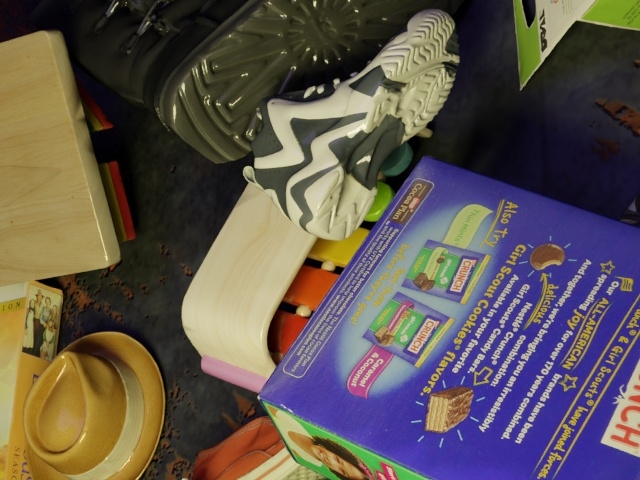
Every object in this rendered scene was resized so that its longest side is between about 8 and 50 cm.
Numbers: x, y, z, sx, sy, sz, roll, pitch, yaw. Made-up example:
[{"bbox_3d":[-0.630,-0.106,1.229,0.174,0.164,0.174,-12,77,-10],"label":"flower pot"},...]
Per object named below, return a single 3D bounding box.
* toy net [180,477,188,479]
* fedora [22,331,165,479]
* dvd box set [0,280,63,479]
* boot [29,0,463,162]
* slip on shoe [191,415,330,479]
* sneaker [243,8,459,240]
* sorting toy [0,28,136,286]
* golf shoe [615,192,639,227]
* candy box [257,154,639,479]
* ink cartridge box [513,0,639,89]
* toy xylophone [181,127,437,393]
[{"bbox_3d":[-0.140,0.320,1.581,0.122,0.045,0.232,-114,24,-45],"label":"toy net"},{"bbox_3d":[-0.254,0.181,1.782,0.194,0.079,0.194,-11,64,25],"label":"fedora"},{"bbox_3d":[-0.434,0.271,1.931,0.307,0.062,0.420,-12,64,37],"label":"dvd box set"},{"bbox_3d":[-0.085,-0.267,1.804,0.367,0.146,0.445,-33,27,-12],"label":"boot"},{"bbox_3d":[-0.001,0.181,1.558,0.331,0.123,0.101,-33,49,33],"label":"slip on shoe"},{"bbox_3d":[0.014,-0.125,1.558,0.153,0.094,0.235,27,88,38],"label":"sneaker"},{"bbox_3d":[-0.330,-0.087,1.880,0.257,0.089,0.255,-10,97,36],"label":"sorting toy"},{"bbox_3d":[0.333,-0.002,1.365,0.198,0.077,0.094,24,70,31],"label":"golf shoe"},{"bbox_3d":[0.157,0.105,1.354,0.317,0.122,0.268,21,65,33],"label":"candy box"},{"bbox_3d":[0.264,-0.271,1.542,0.255,0.097,0.189,126,146,-60],"label":"ink cartridge box"},{"bbox_3d":[0.000,0.000,1.607,0.236,0.081,0.323,26,77,47],"label":"toy xylophone"}]
